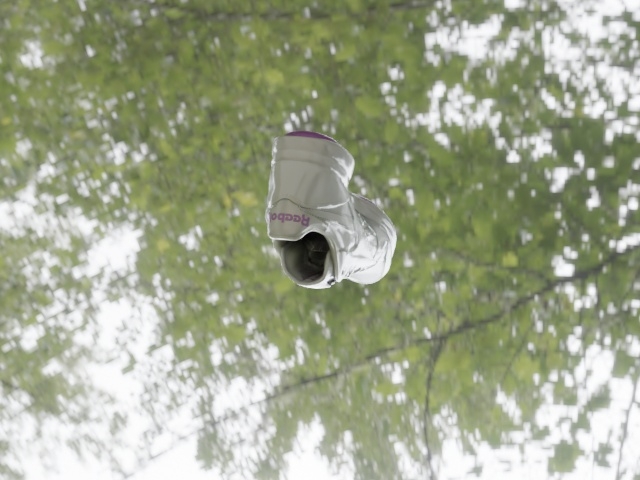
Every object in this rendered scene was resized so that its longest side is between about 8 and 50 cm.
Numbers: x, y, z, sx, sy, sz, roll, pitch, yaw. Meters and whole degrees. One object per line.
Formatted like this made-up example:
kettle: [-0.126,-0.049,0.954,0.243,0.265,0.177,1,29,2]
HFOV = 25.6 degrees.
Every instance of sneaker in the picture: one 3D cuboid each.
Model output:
sneaker: [0.000,0.000,1.596,0.114,0.305,0.152,4,-112,21]
